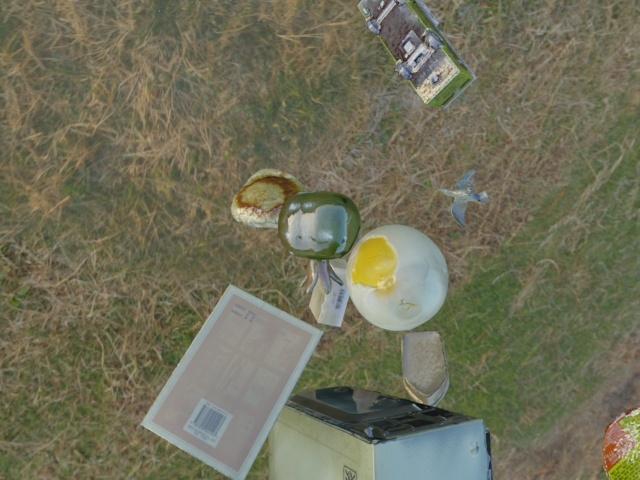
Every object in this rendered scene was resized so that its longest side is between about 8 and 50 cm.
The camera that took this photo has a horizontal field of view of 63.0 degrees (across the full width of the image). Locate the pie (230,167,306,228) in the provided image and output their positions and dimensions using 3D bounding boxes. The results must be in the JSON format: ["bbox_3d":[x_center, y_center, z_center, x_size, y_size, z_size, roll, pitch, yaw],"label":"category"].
[{"bbox_3d":[-0.128,-0.109,1.334,0.179,0.205,0.084,19,133,11],"label":"pie"}]

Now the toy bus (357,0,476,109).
[{"bbox_3d":[0.203,-0.413,1.094,0.139,0.301,0.113,0,146,-47],"label":"toy bus"}]

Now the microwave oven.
[{"bbox_3d":[0.090,0.443,0.921,0.247,0.394,0.333,3,83,-28],"label":"microwave oven"}]

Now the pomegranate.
[{"bbox_3d":[0.000,0.000,0.978,0.152,0.131,0.191,0,108,21],"label":"pomegranate"}]

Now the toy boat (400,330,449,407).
[{"bbox_3d":[0.258,0.317,1.295,0.116,0.188,0.061,-6,148,9],"label":"toy boat"}]

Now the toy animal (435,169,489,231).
[{"bbox_3d":[0.448,-0.157,1.656,0.155,0.095,0.219,24,68,-18],"label":"toy animal"}]

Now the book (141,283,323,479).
[{"bbox_3d":[-0.125,0.200,0.770,0.170,0.018,0.241,26,65,11],"label":"book"}]

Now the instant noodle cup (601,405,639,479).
[{"bbox_3d":[0.644,0.400,0.927,0.212,0.193,0.193,22,105,-35],"label":"instant noodle cup"}]

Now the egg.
[{"bbox_3d":[0.213,0.093,1.471,0.283,0.345,0.283,0,115,0],"label":"egg"}]

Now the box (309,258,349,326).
[{"bbox_3d":[0.041,0.181,1.904,0.095,0.168,0.212,13,102,-14],"label":"box"}]
